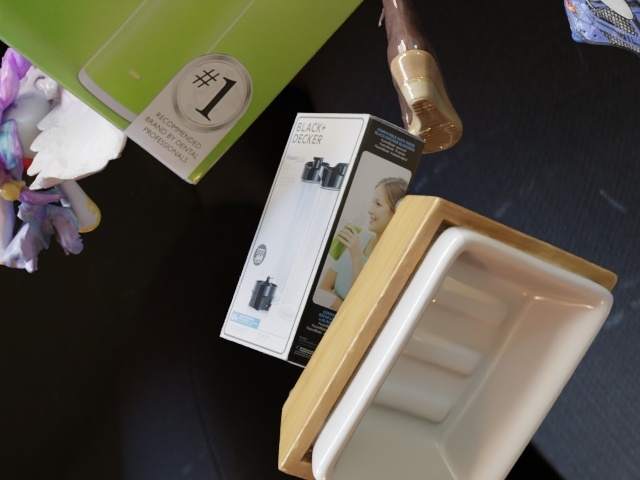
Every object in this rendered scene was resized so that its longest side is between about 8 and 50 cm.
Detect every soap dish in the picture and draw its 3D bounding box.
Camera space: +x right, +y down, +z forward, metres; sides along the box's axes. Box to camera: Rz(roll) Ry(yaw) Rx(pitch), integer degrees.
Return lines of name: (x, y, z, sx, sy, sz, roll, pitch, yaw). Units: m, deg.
soap dish: (0.111, 0.109, 1.180, 0.229, 0.118, 0.291, 21, 107, -32)

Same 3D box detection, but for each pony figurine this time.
pony figurine: (-0.328, -0.135, 1.393, 0.303, 0.351, 0.363, 7, 140, 4)

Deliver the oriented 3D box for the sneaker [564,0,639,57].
sneaker: (0.196, -0.183, 0.899, 0.221, 0.083, 0.087, 39, 122, -3)

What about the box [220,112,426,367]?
box: (0.000, 0.000, 1.468, 0.087, 0.169, 0.290, 22, 85, -30)

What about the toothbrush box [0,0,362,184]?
toothbrush box: (-0.041, -0.199, 0.480, 0.283, 0.122, 0.206, -47, 121, 6)

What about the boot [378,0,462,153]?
boot: (0.150, -0.261, 1.926, 0.090, 0.207, 0.248, -13, 159, 8)
